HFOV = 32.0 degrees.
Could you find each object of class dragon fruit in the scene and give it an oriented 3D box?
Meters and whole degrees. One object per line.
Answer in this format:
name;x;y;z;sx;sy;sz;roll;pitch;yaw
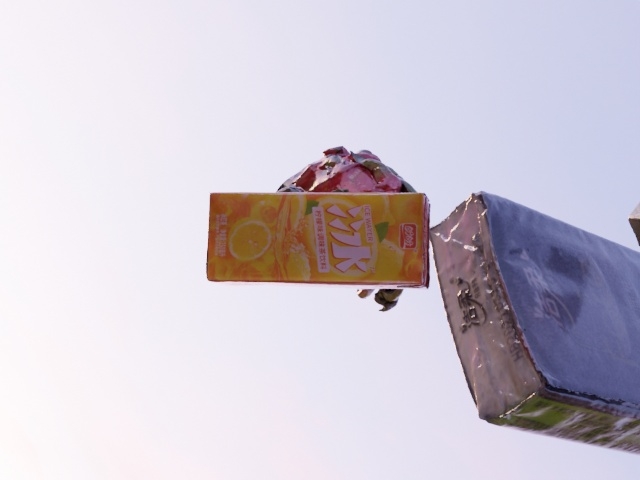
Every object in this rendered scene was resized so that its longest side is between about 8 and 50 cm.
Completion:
dragon fruit;0.040;-0.009;1.262;0.172;0.166;0.160;42;9;34

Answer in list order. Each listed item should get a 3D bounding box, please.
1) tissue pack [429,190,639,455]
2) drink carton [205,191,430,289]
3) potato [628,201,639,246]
tissue pack;0.333;0.120;1.405;0.124;0.394;0.288;-44;-136;35
drink carton;0.000;0.000;1.147;0.223;0.096;0.071;1;-6;11
potato;0.442;-0.040;1.382;0.086;0.122;0.061;2;-50;56
